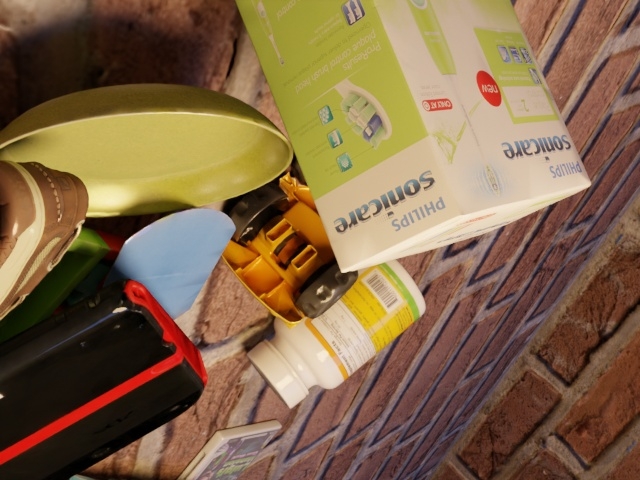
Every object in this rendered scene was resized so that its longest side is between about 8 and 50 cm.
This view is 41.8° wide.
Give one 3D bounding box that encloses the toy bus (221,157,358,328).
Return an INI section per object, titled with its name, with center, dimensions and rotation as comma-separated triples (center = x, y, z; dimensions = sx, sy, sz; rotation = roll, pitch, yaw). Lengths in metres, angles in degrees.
[toy bus]
center = 0.000, 0.000, 0.995
dimensions = 0.220, 0.149, 0.211
rotation = -42, 169, -11

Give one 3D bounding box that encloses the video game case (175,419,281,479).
[video game case]
center = -0.172, 0.392, 1.485
dimensions = 0.173, 0.022, 0.190
rotation = -51, 155, 15

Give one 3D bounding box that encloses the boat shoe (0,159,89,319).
[boat shoe]
center = -0.263, 0.033, 0.638
dimensions = 0.257, 0.095, 0.095
rotation = -35, 171, 31

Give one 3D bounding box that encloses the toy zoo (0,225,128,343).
[toy zoo]
center = -0.238, 0.078, 0.851
dimensions = 0.192, 0.030, 0.293
rotation = -47, 160, 7

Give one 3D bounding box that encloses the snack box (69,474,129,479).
[snack box]
center = -0.280, 0.454, 1.238
dimensions = 0.322, 0.060, 0.187
rotation = 43, 58, -62

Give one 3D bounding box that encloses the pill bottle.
[pill bottle]
center = 0.020, 0.127, 1.214
dimensions = 0.246, 0.136, 0.136
rotation = -38, 155, -12

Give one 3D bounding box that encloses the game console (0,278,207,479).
[game console]
center = -0.306, 0.183, 0.807
dimensions = 0.386, 0.060, 0.342
rotation = -29, 157, -8

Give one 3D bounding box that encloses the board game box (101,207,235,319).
[board game box]
center = -0.161, 0.024, 0.805
dimensions = 0.133, 0.033, 0.168
rotation = -6, 135, -51

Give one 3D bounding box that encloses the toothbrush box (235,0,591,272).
[toothbrush box]
center = 0.068, -0.139, 0.663
dimensions = 0.122, 0.283, 0.206
rotation = -26, 171, 41

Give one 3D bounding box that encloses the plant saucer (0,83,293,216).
[plant saucer]
center = -0.142, -0.068, 0.653
dimensions = 0.241, 0.037, 0.241
rotation = -8, 167, -2
